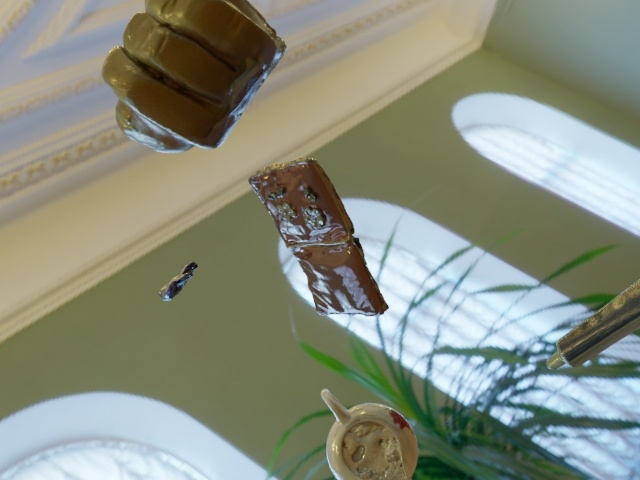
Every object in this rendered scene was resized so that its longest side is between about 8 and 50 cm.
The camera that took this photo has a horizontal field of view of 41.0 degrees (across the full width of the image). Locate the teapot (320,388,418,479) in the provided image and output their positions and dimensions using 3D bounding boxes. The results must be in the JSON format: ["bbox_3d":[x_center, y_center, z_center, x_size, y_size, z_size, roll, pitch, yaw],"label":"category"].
[{"bbox_3d":[0.076,0.328,1.376,0.145,0.226,0.092,-43,-10,-2],"label":"teapot"}]

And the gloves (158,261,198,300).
[{"bbox_3d":[-0.237,0.069,1.441,0.086,0.026,0.064,-43,5,9],"label":"gloves"}]

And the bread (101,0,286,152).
[{"bbox_3d":[-0.233,-0.309,1.599,0.341,0.210,0.300,-52,-33,-1],"label":"bread"}]

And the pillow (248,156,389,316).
[{"bbox_3d":[0.000,0.000,1.120,0.043,0.126,0.232,-38,-71,-38],"label":"pillow"}]

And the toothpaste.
[{"bbox_3d":[0.311,0.080,0.888,0.035,0.057,0.197,21,-50,-35],"label":"toothpaste"}]
